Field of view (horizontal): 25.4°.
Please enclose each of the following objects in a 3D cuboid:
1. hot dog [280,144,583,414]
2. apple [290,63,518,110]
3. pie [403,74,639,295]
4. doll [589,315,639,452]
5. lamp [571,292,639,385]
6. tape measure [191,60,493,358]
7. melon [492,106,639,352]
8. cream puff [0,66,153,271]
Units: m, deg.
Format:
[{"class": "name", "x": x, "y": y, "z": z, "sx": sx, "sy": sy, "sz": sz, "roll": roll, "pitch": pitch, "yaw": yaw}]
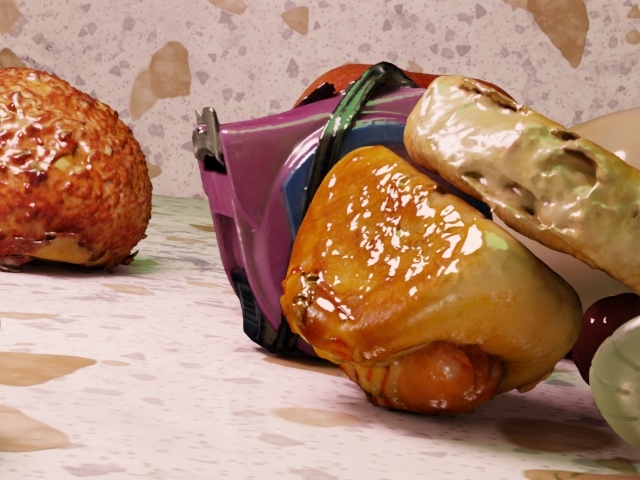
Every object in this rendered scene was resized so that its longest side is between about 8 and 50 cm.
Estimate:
[{"class": "hot dog", "x": 0.064, "y": 0.040, "z": 1.020, "sx": 0.150, "sy": 0.153, "sz": 0.256, "roll": 37, "pitch": 3, "yaw": -30}, {"class": "apple", "x": 0.107, "y": -0.071, "z": 1.738, "sx": 0.348, "sy": 0.277, "sz": 0.348, "roll": 7, "pitch": 4, "yaw": -1}, {"class": "pie", "x": 0.208, "y": -0.020, "z": 1.037, "sx": 0.339, "sy": 0.083, "sz": 0.339, "roll": 27, "pitch": 8, "yaw": -4}, {"class": "doll", "x": 0.318, "y": 0.050, "z": 0.824, "sx": 0.268, "sy": 0.284, "sz": 0.216, "roll": 28, "pitch": 32, "yaw": -19}, {"class": "lamp", "x": 0.245, "y": 0.087, "z": 1.085, "sx": 0.107, "sy": 0.092, "sz": 0.107, "roll": 22, "pitch": -28, "yaw": 13}, {"class": "tape measure", "x": 0.023, "y": -0.023, "z": 1.216, "sx": 0.231, "sy": 0.245, "sz": 0.149, "roll": -13, "pitch": 10, "yaw": -20}, {"class": "melon", "x": 0.282, "y": -0.007, "z": 1.356, "sx": 0.317, "sy": 0.223, "sz": 0.223, "roll": -21, "pitch": -12, "yaw": 34}, {"class": "cream puff", "x": -0.352, "y": -0.088, "z": 1.672, "sx": 0.350, "sy": 0.229, "sz": 0.350, "roll": 7, "pitch": 2, "yaw": 0}]
